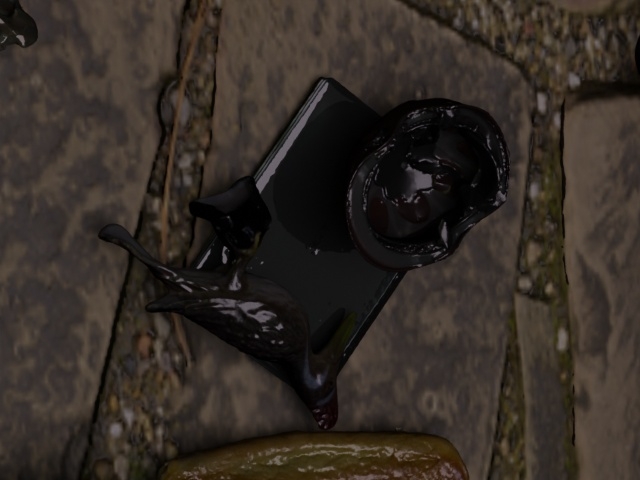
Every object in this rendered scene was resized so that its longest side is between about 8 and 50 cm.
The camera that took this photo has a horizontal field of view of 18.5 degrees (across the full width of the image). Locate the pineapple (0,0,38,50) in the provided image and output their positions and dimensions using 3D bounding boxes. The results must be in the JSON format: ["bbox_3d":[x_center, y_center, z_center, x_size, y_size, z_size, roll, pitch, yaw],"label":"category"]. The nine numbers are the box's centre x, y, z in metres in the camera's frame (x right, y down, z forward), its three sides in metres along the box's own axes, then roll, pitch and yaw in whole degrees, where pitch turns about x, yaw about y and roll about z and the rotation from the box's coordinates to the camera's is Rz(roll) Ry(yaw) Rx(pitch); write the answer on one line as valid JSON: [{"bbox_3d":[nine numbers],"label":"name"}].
[{"bbox_3d":[-0.301,-0.211,1.085,0.361,0.175,0.175,42,80,-28],"label":"pineapple"}]

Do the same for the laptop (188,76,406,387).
[{"bbox_3d":[0.000,0.000,1.288,0.129,0.016,0.180,37,81,-20],"label":"laptop"}]

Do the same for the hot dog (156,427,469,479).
[{"bbox_3d":[-0.007,0.156,1.284,0.215,0.047,0.066,-4,83,-20],"label":"hot dog"}]

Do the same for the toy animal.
[{"bbox_3d":[-0.044,0.042,1.244,0.105,0.070,0.202,-39,115,-3],"label":"toy animal"}]

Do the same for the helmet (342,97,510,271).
[{"bbox_3d":[0.058,-0.041,1.259,0.123,0.070,0.098,-35,116,-9],"label":"helmet"}]

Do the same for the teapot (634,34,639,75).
[{"bbox_3d":[0.291,-0.105,1.358,0.177,0.087,0.096,17,112,-21],"label":"teapot"}]
